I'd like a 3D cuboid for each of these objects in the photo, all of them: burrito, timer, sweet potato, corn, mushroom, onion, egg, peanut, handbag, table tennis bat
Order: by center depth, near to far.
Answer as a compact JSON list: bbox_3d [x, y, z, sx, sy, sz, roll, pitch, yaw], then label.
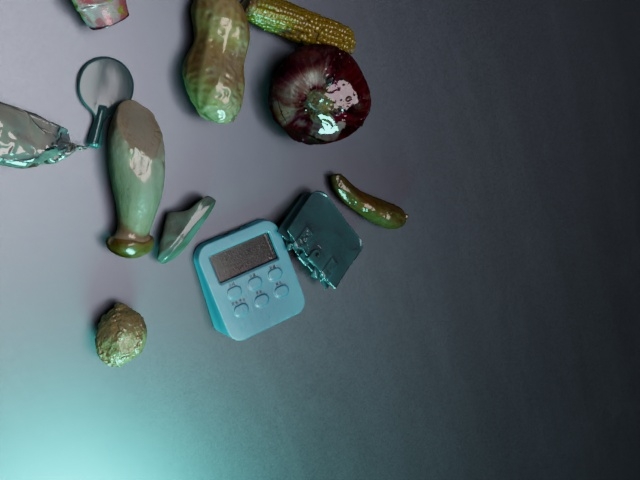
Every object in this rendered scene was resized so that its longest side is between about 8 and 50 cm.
[{"bbox_3d":[-0.676,-0.222,1.599,0.445,0.101,0.139,15,75,-34],"label":"burrito"},{"bbox_3d":[-0.475,-0.300,1.754,0.124,0.033,0.201,11,91,-32],"label":"table tennis bat"},{"bbox_3d":[-0.410,-0.131,1.778,0.128,0.128,0.350,-1,105,-32],"label":"mushroom"},{"bbox_3d":[-0.452,0.217,1.823,0.118,0.116,0.140,25,81,-6],"label":"egg"},{"bbox_3d":[-0.234,-0.423,1.824,0.149,0.149,0.313,4,95,-33],"label":"peanut"},{"bbox_3d":[-0.044,-0.517,1.948,0.319,0.097,0.097,14,92,-31],"label":"corn"},{"bbox_3d":[0.002,-0.352,1.951,0.252,0.219,0.252,3,105,10],"label":"onion"},{"bbox_3d":[-0.175,0.094,1.993,0.231,0.091,0.250,-25,108,-26],"label":"timer"},{"bbox_3d":[0.000,0.000,2.071,0.229,0.062,0.179,52,56,-29],"label":"handbag"},{"bbox_3d":[0.124,-0.098,2.154,0.273,0.075,0.075,27,85,-30],"label":"sweet potato"}]

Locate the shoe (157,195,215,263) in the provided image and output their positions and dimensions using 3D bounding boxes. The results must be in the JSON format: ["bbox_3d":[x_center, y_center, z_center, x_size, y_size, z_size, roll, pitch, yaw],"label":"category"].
[{"bbox_3d":[-0.328,-0.037,1.888,0.078,0.079,0.195,40,85,4],"label":"shoe"}]

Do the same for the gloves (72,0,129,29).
[{"bbox_3d":[-0.477,-0.566,1.649,0.145,0.126,0.241,-29,122,-19],"label":"gloves"}]
